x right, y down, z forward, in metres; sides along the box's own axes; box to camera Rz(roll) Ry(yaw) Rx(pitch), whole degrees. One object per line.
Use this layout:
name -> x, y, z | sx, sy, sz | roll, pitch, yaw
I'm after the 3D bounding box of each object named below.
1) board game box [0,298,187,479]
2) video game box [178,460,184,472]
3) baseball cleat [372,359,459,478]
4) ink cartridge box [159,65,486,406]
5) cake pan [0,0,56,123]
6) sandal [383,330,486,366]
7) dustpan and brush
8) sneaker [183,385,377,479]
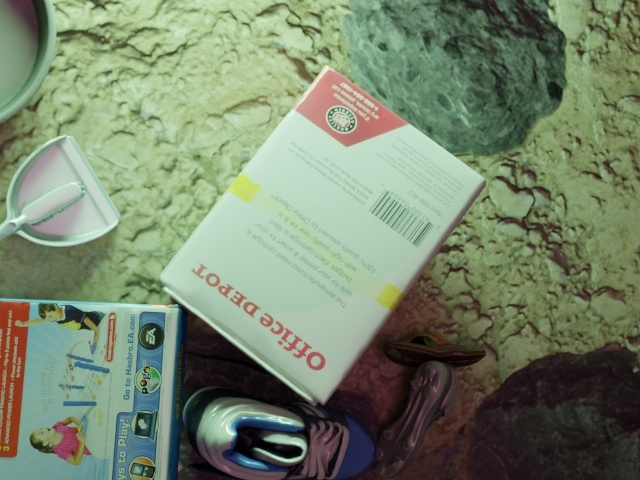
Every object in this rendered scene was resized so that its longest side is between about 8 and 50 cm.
board game box -> -0.335, 0.232, 1.196 | 0.302, 0.086, 0.308 | 3, 82, 1
video game box -> -0.325, 0.312, 1.275 | 0.205, 0.048, 0.187 | 43, 76, 1
baseball cleat -> 0.161, 0.287, 1.465 | 0.109, 0.072, 0.205 | 15, 106, -47
ink cartridge box -> 0.000, 0.000, 1.305 | 0.279, 0.160, 0.384 | 37, 80, 3
cake pan -> -0.498, -0.279, 1.208 | 0.293, 0.054, 0.293 | -1, 93, -20
sandal -> 0.179, 0.169, 1.470 | 0.180, 0.072, 0.049 | 4, 63, -23
dustpan and brush -> -0.391, -0.035, 1.254 | 0.211, 0.060, 0.147 | -33, 103, -16
sneaker -> -0.031, 0.297, 1.307 | 0.323, 0.236, 0.130 | 19, 86, -19
